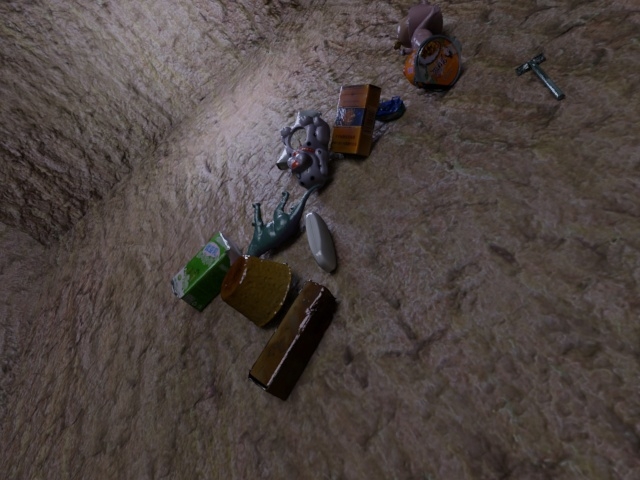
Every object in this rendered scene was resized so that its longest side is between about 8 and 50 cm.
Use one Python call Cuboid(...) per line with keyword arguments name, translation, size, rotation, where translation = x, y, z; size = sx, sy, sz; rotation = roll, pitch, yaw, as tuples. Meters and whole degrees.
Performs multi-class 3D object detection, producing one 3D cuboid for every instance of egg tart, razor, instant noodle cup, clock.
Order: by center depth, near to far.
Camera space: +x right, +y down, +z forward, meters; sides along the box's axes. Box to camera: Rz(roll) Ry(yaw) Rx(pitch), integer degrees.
Cuboid(name="razor", translation=(0.620, -0.453, 1.215), size=(0.084, 0.036, 0.211), rotation=(-30, 40, 23))
Cuboid(name="egg tart", translation=(-0.192, 0.141, 1.329), size=(0.215, 0.170, 0.215), rotation=(-40, 32, 32))
Cuboid(name="instant noodle cup", translation=(0.367, -0.589, 1.485), size=(0.208, 0.178, 0.125), rotation=(-31, 20, -10))
Cuboid(name="clock", translation=(-0.045, -0.295, 1.582), size=(0.188, 0.188, 0.254), rotation=(-19, 62, 31))

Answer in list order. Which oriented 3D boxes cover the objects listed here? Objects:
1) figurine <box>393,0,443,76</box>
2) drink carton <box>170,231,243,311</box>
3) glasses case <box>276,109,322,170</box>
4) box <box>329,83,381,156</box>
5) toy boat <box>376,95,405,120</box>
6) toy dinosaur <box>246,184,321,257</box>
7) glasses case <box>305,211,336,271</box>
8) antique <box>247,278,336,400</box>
Cuboid(name="figurine", translation=(0.363, -0.767, 1.642), size=(0.186, 0.176, 0.288), rotation=(1, 69, 14))
Cuboid(name="drink carton", translation=(-0.412, 0.115, 1.612), size=(0.271, 0.108, 0.161), rotation=(-46, 37, 0))
Cuboid(name="glasses case", translation=(-0.077, -0.410, 1.796), size=(0.128, 0.083, 0.308), rotation=(-3, 54, 35))
Cuboid(name="box", translation=(0.120, -0.423, 1.545), size=(0.152, 0.070, 0.238), rotation=(19, 100, 51))
Cuboid(name="toy boat", translation=(0.209, -0.490, 1.575), size=(0.175, 0.110, 0.091), rotation=(4, 56, 47))
Cuboid(name="toy dinosaur", translation=(-0.144, 0.013, 1.483), size=(0.383, 0.129, 0.331), rotation=(-24, 53, 24))
Cuboid(name="glasses case", translation=(0.000, 0.000, 1.343), size=(0.059, 0.092, 0.234), rotation=(-31, 41, 17))
Cuboid(name="antique", translation=(-0.064, 0.258, 1.173), size=(0.093, 0.087, 0.310), rotation=(15, 67, 47))
